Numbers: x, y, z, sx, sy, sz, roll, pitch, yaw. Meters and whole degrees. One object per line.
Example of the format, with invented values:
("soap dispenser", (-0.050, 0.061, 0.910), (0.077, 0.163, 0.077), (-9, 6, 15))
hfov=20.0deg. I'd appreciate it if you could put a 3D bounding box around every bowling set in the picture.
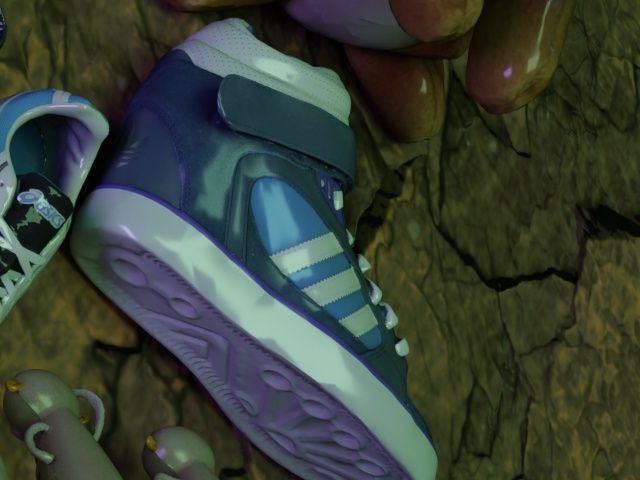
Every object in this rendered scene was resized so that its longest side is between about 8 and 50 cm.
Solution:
("bowling set", (-0.178, 0.172, 0.988), (0.287, 0.200, 0.154), (38, 14, -45))

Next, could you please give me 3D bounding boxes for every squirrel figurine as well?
("squirrel figurine", (0.138, -0.292, 1.257), (0.281, 0.370, 0.397), (35, 56, -36))

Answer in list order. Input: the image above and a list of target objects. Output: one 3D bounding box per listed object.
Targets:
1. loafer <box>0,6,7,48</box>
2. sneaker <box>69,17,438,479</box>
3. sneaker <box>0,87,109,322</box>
("loafer", (-0.249, -0.192, 1.029), (0.223, 0.078, 0.076), (56, 46, -22))
("sneaker", (-0.001, 0.000, 1.208), (0.323, 0.130, 0.236), (44, 55, -24))
("sneaker", (-0.194, 0.006, 1.033), (0.085, 0.086, 0.237), (44, 52, -33))
